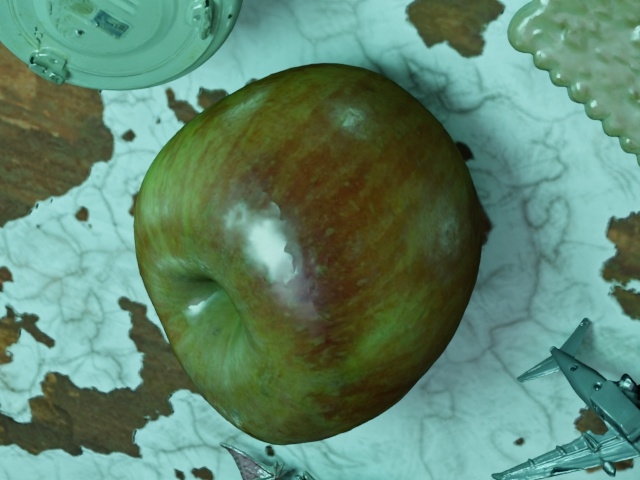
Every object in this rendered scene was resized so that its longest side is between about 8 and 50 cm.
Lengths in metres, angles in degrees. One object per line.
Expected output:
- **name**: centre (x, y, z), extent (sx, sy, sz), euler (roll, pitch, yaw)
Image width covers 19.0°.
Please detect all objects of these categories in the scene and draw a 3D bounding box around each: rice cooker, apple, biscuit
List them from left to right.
- **rice cooker**: centre (-0.160, -0.252, 1.503), extent (0.226, 0.244, 0.226), euler (0, 139, 0)
- **apple**: centre (0.000, 0.000, 1.571), extent (0.301, 0.301, 0.302), euler (9, 118, 17)
- **biscuit**: centre (0.323, -0.128, 1.492), extent (0.325, 0.044, 0.217), euler (42, 121, -3)

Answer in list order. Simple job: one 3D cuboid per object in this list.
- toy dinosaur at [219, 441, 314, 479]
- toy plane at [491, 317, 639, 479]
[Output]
- **toy dinosaur**: centre (-0.025, 0.268, 1.834), extent (0.108, 0.032, 0.220), euler (-34, 111, 27)
- **toy plane**: centre (0.247, 0.144, 1.573), extent (0.226, 0.226, 0.058), euler (-40, 123, -3)
